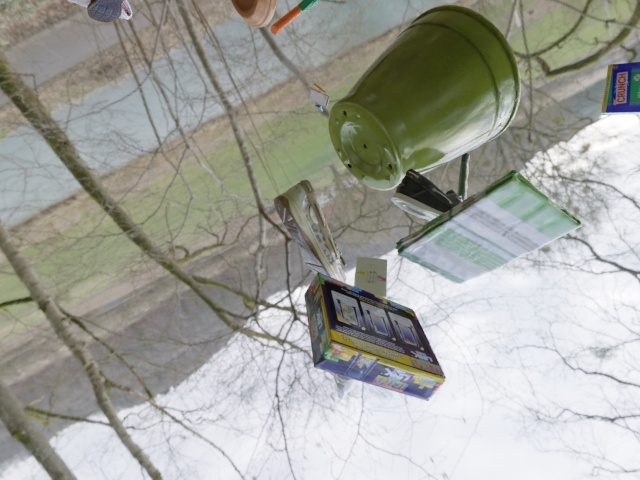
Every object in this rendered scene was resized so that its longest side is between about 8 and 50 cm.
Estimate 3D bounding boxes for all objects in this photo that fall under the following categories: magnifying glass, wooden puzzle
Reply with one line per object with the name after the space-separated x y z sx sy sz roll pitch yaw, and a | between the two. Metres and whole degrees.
-0.041 -0.587 1.045 0.231 0.026 0.092 -50 -161 -19 | magnifying glass
-0.005 -0.473 1.381 0.014 0.078 0.116 -63 -171 -14 | wooden puzzle

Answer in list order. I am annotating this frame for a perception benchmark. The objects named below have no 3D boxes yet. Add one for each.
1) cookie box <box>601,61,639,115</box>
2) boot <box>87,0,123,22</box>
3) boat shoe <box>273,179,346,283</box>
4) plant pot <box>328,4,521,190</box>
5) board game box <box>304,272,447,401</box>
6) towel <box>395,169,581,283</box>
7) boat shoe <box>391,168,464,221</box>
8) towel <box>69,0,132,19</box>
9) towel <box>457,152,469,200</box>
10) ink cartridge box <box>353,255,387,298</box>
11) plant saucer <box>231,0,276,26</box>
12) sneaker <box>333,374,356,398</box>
0.589 -0.280 0.775 0.107 0.092 0.040 9 -171 34 | cookie box
-0.578 -0.681 1.134 0.082 0.106 0.219 2 178 -41 | boot
0.000 0.000 0.949 0.089 0.285 0.104 -40 -146 -19 | boat shoe
0.218 -0.314 1.028 0.353 0.366 0.366 -38 -168 -20 | plant pot
0.067 0.126 0.560 0.048 0.170 0.141 -59 -160 24 | board game box
0.169 -0.006 0.440 0.152 0.113 0.023 -38 -143 42 | towel
0.260 -0.062 0.829 0.079 0.233 0.084 -63 -179 -10 | boat shoe
-0.794 -0.894 1.343 0.053 0.331 0.317 -53 155 -22 | towel
0.489 -0.083 1.450 0.040 0.271 0.370 5 -124 19 | towel
0.141 0.132 1.200 0.089 0.092 0.143 6 -125 3 | ink cartridge box
-0.161 -0.578 0.920 0.037 0.200 0.200 -25 -173 -28 | plant saucer
0.069 0.275 0.990 0.080 0.094 0.212 15 -149 13 | sneaker
